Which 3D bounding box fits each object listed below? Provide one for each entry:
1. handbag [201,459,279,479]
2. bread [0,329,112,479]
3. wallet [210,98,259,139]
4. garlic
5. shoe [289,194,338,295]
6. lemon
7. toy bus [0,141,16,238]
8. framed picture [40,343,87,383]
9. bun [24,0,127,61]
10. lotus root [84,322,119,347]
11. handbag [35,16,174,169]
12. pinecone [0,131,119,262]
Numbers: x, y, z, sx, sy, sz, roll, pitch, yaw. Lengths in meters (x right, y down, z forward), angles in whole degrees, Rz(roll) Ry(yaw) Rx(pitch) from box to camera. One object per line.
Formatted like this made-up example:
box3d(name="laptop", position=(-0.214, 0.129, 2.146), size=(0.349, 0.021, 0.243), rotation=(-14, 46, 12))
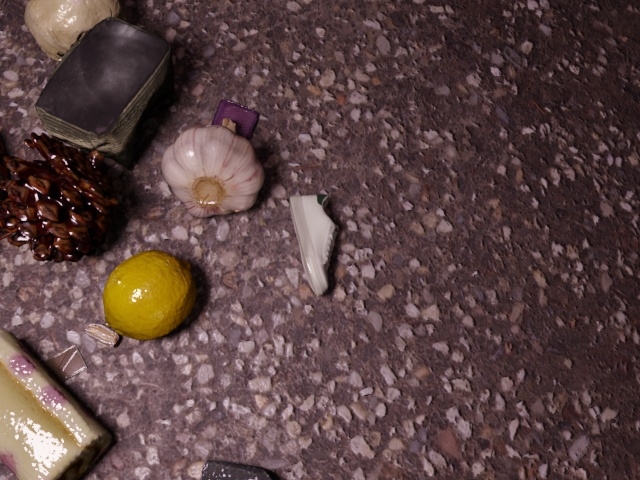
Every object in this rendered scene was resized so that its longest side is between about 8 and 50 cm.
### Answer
box3d(name="handbag", position=(-0.170, 0.607, 1.282), size=(0.175, 0.089, 0.271), rotation=(-6, 73, 3))
box3d(name="bread", position=(-0.625, 0.372, 1.277), size=(0.338, 0.155, 0.187), rotation=(40, 66, 10))
box3d(name="wallet", position=(-0.238, -0.285, 1.577), size=(0.111, 0.030, 0.166), rotation=(17, 72, 1))
box3d(name="garlic", position=(-0.252, -0.203, 1.468), size=(0.245, 0.245, 0.253), rotation=(8, 50, -2))
box3d(name="shoe", position=(0.000, 0.000, 1.474), size=(0.110, 0.095, 0.265), rotation=(-14, 72, -9))
box3d(name="lemon", position=(-0.386, 0.124, 1.353), size=(0.231, 0.192, 0.192), rotation=(-38, 79, -17))
box3d(name="toy bus", position=(-0.818, -0.102, 1.418), size=(0.153, 0.143, 0.329), rotation=(-13, 72, -9))
box3d(name="framed picture", position=(-0.593, 0.289, 1.382), size=(0.089, 0.007, 0.066), rotation=(-31, 77, -13))
box3d(name="bun", position=(-0.606, -0.546, 1.524), size=(0.259, 0.259, 0.152), rotation=(-26, 90, -12))
box3d(name="lotus root", position=(-0.507, 0.220, 1.398), size=(0.083, 0.030, 0.037), rotation=(25, 66, 2))
box3d(name="handbag", position=(-0.505, -0.347, 1.468), size=(0.247, 0.240, 0.341), rotation=(24, 71, 7))
box3d(name="pinecone", position=(-0.596, -0.090, 1.352), size=(0.242, 0.296, 0.298), rotation=(2, 32, -42))
